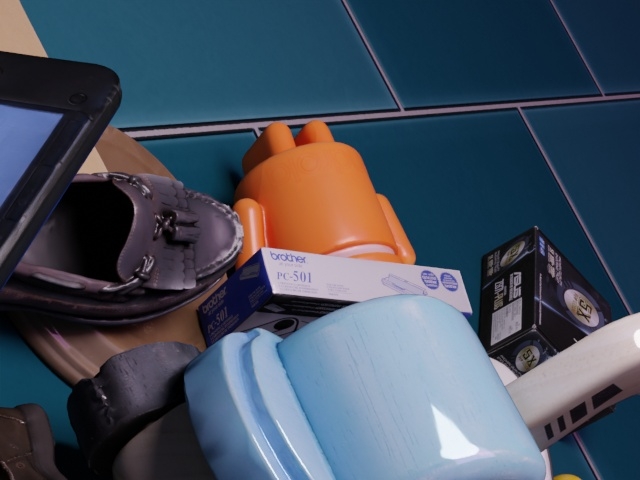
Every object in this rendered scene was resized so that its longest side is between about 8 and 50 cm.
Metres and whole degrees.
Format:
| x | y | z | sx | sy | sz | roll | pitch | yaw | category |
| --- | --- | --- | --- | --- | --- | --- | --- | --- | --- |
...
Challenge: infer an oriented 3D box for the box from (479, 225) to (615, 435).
| x | y | z | sx | sy | sz | roll | pitch | yaw | category |
| --- | --- | --- | --- | --- | --- | --- | --- | --- | --- |
| 0.247 | 0.099 | 1.969 | 0.147 | 0.077 | 0.180 | 45 | 30 | -24 | box |

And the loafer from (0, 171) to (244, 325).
| x | y | z | sx | sy | sz | roll | pitch | yaw | category |
| --- | --- | --- | --- | --- | --- | --- | --- | --- | --- |
| -0.169 | 0.001 | 1.294 | 0.303 | 0.095 | 0.109 | -2 | 73 | -39 | loafer |

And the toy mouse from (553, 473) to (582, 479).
| x | y | z | sx | sy | sz | roll | pitch | yaw | category |
| --- | --- | --- | --- | --- | --- | --- | --- | --- | --- |
| 0.279 | 0.308 | 1.857 | 0.161 | 0.031 | 0.143 | 31 | 38 | -41 | toy mouse |

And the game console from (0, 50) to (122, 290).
| x | y | z | sx | sy | sz | roll | pitch | yaw | category |
| --- | --- | --- | --- | --- | --- | --- | --- | --- | --- |
| -0.296 | -0.091 | 1.126 | 0.293 | 0.250 | 0.173 | -65 | 158 | -44 | game console |

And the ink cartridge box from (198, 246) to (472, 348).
| x | y | z | sx | sy | sz | roll | pitch | yaw | category |
| --- | --- | --- | --- | --- | --- | --- | --- | --- | --- |
| 0.014 | 0.057 | 1.475 | 0.207 | 0.097 | 0.046 | 7 | 55 | -38 | ink cartridge box |

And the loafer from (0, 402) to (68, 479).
| x | y | z | sx | sy | sz | roll | pitch | yaw | category |
| --- | --- | --- | --- | --- | --- | --- | --- | --- | --- |
| -0.202 | 0.173 | 1.133 | 0.078 | 0.080 | 0.220 | 4 | 18 | -19 | loafer |

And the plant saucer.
| x | y | z | sx | sy | sz | roll | pitch | yaw | category |
| --- | --- | --- | --- | --- | --- | --- | --- | --- | --- |
| -0.165 | 0.009 | 1.437 | 0.278 | 0.041 | 0.277 | 38 | 34 | -31 | plant saucer |

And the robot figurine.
| x | y | z | sx | sy | sz | roll | pitch | yaw | category |
| --- | --- | --- | --- | --- | --- | --- | --- | --- | --- |
| -0.002 | 0.000 | 1.617 | 0.158 | 0.128 | 0.219 | 33 | 33 | -64 | robot figurine |

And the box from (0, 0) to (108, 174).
| x | y | z | sx | sy | sz | roll | pitch | yaw | category |
| --- | --- | --- | --- | --- | --- | --- | --- | --- | --- |
| -0.263 | -0.121 | 1.374 | 0.164 | 0.021 | 0.201 | -1 | 54 | -48 | box |

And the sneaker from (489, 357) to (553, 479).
| x | y | z | sx | sy | sz | roll | pitch | yaw | category |
| --- | --- | --- | --- | --- | --- | --- | --- | --- | --- |
| 0.115 | 0.288 | 1.520 | 0.257 | 0.169 | 0.447 | 10 | 45 | -44 | sneaker |

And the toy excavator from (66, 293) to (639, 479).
| x | y | z | sx | sy | sz | roll | pitch | yaw | category |
| --- | --- | --- | --- | --- | --- | --- | --- | --- | --- |
| 0.116 | 0.140 | 1.301 | 0.433 | 0.445 | 0.222 | 32 | 28 | -54 | toy excavator |
